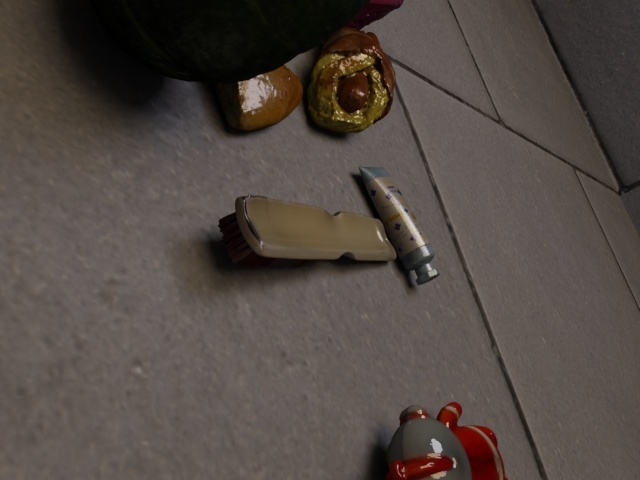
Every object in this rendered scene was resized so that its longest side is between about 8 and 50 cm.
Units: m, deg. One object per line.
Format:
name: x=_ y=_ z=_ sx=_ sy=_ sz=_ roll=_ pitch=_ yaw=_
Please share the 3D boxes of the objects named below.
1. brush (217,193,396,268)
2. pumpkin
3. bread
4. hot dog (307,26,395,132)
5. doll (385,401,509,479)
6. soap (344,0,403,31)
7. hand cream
brush: x=0.000 y=0.000 z=0.714 sx=0.321 sy=0.050 sz=0.060 roll=4 pitch=59 yaw=-62
pumpkin: x=-0.063 y=-0.270 z=0.600 sx=0.207 sy=0.300 sz=0.300 roll=51 pitch=31 yaw=-37
bread: x=-0.078 y=-0.172 z=0.734 sx=0.154 sy=0.054 sz=0.135 roll=35 pitch=42 yaw=-30
hot dog: x=0.052 y=-0.232 z=0.922 sx=0.123 sy=0.093 sz=0.261 roll=43 pitch=36 yaw=-26
doll: x=0.129 y=0.232 z=0.675 sx=0.245 sy=0.076 sz=0.142 roll=19 pitch=49 yaw=-51
soap: x=-0.022 y=-0.463 z=0.978 sx=0.324 sy=0.127 sz=0.220 roll=61 pitch=30 yaw=4
hand cream: x=0.104 y=-0.024 z=0.873 sx=0.065 sy=0.043 sz=0.170 roll=-4 pitch=66 yaw=-55
